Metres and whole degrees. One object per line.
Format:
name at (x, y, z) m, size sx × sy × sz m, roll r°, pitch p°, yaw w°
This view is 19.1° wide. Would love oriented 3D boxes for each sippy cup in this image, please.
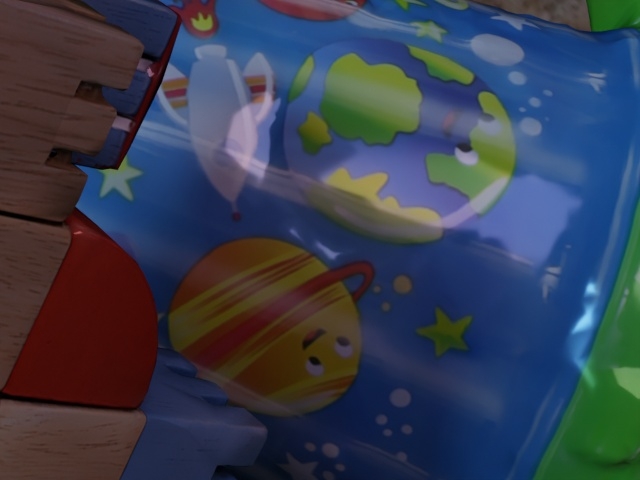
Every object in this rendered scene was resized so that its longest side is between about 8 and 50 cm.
sippy cup at (0.000, 0.000, 0.691) m, size 0.224 × 0.240 × 0.305 m, roll 20°, pitch 35°, yaw -7°

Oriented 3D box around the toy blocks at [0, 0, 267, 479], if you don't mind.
toy blocks at (-0.137, 0.057, 0.493) m, size 0.261 × 0.381 × 0.190 m, roll 12°, pitch 18°, yaw -48°
